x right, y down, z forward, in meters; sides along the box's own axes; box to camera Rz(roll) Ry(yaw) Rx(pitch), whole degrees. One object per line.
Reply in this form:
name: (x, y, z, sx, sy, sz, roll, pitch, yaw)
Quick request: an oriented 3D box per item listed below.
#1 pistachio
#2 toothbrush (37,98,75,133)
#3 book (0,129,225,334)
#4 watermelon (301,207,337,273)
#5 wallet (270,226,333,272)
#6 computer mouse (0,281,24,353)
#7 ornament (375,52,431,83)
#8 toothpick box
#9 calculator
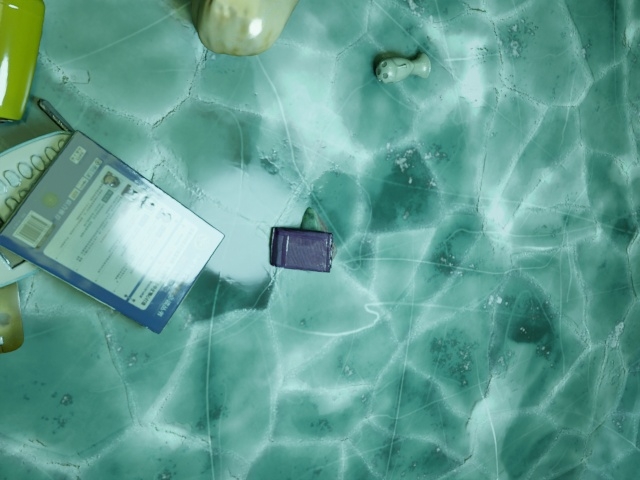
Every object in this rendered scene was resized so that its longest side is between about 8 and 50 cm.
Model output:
pistachio: (-0.164, -0.562, 1.337, 0.229, 0.238, 0.321, 33, 76, 15)
toothbrush: (-0.534, -0.205, 1.336, 0.030, 0.030, 0.297, -41, 113, -2)
book: (-0.461, -0.007, 1.337, 0.428, 0.039, 0.300, 39, 77, -30)
watermelon: (-0.006, 0.000, 1.594, 0.094, 0.081, 0.180, -33, 118, -43)
wallet: (-0.050, 0.025, 1.543, 0.166, 0.030, 0.111, 5, 96, 11)
computer mouse: (-0.726, 0.162, 1.301, 0.102, 0.045, 0.199, -5, 100, -21)
ornament: (0.226, -0.475, 1.601, 0.156, 0.081, 0.074, -14, 99, -26)
toothpick box: (-0.666, -0.376, 1.173, 0.175, 0.175, 0.271, 8, 98, -25)
calculator: (-0.633, -0.074, 1.273, 0.386, 0.054, 0.256, -36, 115, -16)
